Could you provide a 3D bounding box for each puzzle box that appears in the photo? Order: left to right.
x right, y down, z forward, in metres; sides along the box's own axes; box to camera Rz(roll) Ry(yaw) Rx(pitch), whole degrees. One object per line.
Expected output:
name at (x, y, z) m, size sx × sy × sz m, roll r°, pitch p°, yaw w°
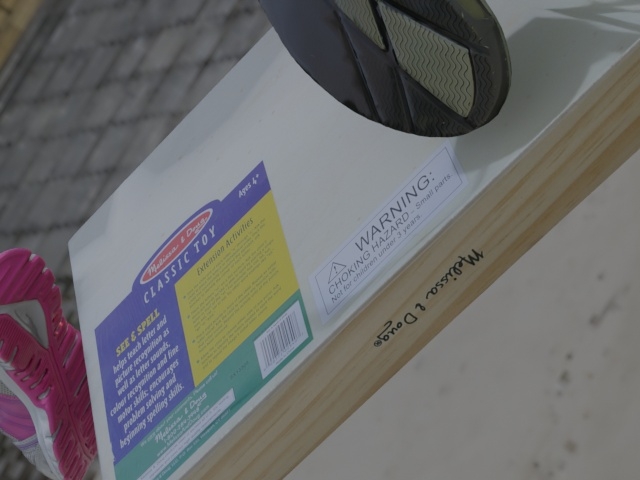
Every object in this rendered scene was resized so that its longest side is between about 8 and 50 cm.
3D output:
puzzle box at (0.015, -0.041, 0.997) m, size 0.409 × 0.052 × 0.272 m, roll -44°, pitch 35°, yaw 20°

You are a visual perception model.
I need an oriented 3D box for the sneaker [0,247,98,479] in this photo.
sneaker at (-0.242, 0.095, 1.415) m, size 0.111 × 0.252 × 0.103 m, roll 8°, pitch 49°, yaw 27°

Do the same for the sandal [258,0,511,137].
sandal at (-0.001, -0.166, 0.899) m, size 0.086 × 0.303 × 0.120 m, roll -26°, pitch -40°, yaw -22°
